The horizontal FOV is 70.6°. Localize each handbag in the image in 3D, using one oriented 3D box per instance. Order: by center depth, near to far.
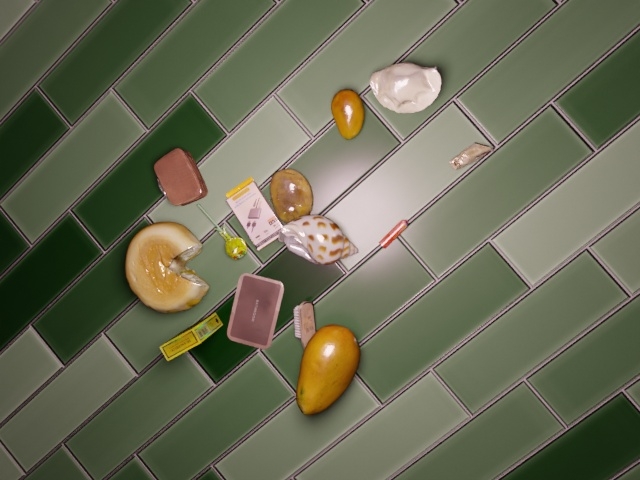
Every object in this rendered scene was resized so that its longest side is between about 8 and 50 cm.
[{"bbox_3d":[-0.515,-0.226,1.654,0.151,0.072,0.193,-24,91,9],"label":"handbag"}]

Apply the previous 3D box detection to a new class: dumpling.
[{"bbox_3d":[0.279,-0.507,1.514,0.216,0.126,0.166,-7,119,0],"label":"dumpling"}]

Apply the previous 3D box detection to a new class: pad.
[{"bbox_3d":[-0.243,0.262,1.677,0.176,0.002,0.265,14,95,7],"label":"pad"}]

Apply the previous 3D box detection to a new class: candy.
[{"bbox_3d":[-0.366,-0.039,1.655,0.077,0.073,0.262,-41,80,-10],"label":"candy"}]

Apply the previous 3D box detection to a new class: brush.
[{"bbox_3d":[-0.053,0.378,1.631,0.065,0.070,0.327,0,99,43],"label":"brush"}]

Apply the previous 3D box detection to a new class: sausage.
[{"bbox_3d":[0.259,-0.027,1.575,0.129,0.034,0.034,-45,87,7],"label":"sausage"}]

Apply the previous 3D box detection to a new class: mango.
[{"bbox_3d":[0.022,0.442,1.545,0.173,0.211,0.317,22,86,40],"label":"mango"},{"bbox_3d":[0.098,-0.436,1.550,0.111,0.089,0.163,-21,100,20],"label":"mango"}]

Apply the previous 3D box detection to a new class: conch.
[{"bbox_3d":[0.000,0.000,1.558,0.275,0.183,0.148,38,70,-11],"label":"conch"}]

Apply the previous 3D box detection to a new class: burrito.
[{"bbox_3d":[0.505,-0.289,1.523,0.149,0.041,0.055,-29,102,5],"label":"burrito"}]

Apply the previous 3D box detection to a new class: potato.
[{"bbox_3d":[-0.112,-0.156,1.598,0.164,0.081,0.200,-15,89,10],"label":"potato"}]

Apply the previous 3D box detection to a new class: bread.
[{"bbox_3d":[-0.548,0.097,1.632,0.334,0.160,0.332,0,91,9],"label":"bread"}]

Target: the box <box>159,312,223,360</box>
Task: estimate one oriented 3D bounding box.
[{"bbox_3d":[-0.451,0.336,1.601,0.141,0.220,0.064,-30,89,10],"label":"box"}]

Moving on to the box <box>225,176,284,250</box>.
[{"bbox_3d":[-0.238,-0.097,1.641,0.129,0.033,0.247,-34,88,9],"label":"box"}]
